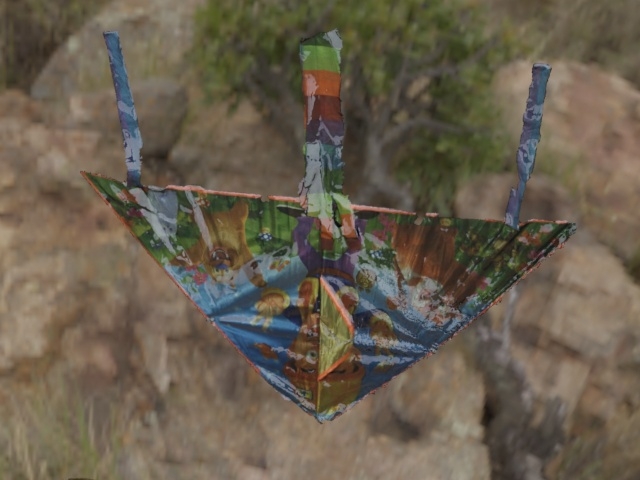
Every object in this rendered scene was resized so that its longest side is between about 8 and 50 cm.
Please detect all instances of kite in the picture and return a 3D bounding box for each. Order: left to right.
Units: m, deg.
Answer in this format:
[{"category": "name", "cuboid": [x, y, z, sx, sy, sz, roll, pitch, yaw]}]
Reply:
[{"category": "kite", "cuboid": [0.000, 0.000, 0.641, 0.183, 0.160, 0.010, 6, 26, 10]}]

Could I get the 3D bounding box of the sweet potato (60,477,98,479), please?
[{"category": "sweet potato", "cuboid": [-0.118, 0.236, 0.512, 0.079, 0.346, 0.108, 16, 13, 19]}]
